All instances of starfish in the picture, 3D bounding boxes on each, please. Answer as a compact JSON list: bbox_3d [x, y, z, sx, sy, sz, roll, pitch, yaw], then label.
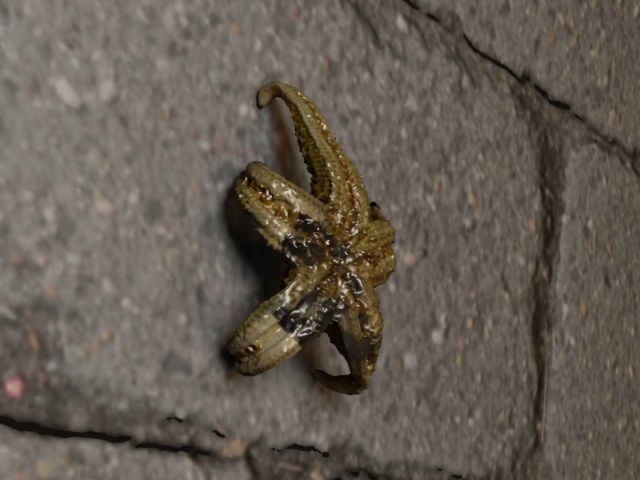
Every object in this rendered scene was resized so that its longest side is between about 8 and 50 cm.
[{"bbox_3d":[-0.001,-0.001,0.866,0.146,0.074,0.189,7,80,-50],"label":"starfish"}]
